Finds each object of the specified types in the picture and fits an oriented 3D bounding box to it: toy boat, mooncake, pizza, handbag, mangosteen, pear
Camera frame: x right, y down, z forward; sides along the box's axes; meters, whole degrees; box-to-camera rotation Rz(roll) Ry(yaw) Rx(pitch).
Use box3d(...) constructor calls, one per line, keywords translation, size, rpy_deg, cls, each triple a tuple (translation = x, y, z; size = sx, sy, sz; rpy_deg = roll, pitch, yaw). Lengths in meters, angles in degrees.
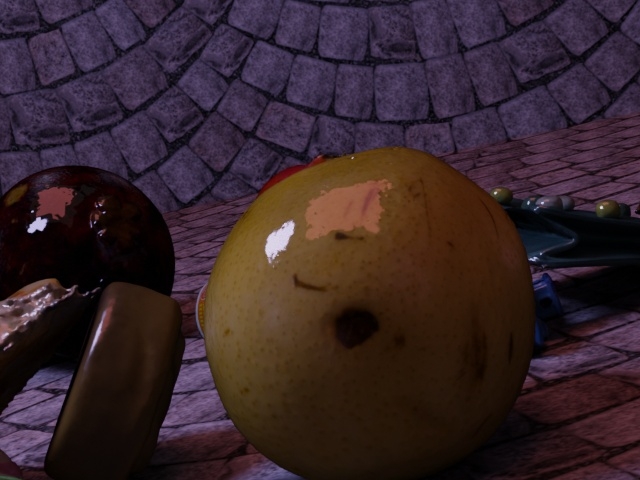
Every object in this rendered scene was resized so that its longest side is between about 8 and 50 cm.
box3d(translation=(0.247, 0.071, 1.881), size=(0.097, 0.100, 0.223), rpy_deg=(-22, 9, 5), cls="toy boat")
box3d(translation=(-0.220, 0.160, 1.701), size=(0.117, 0.235, 0.235), rpy_deg=(22, 8, -6), cls="mooncake")
box3d(translation=(-0.472, 0.209, 1.676), size=(0.435, 0.080, 0.392), rpy_deg=(-47, -10, 35), cls="pizza")
box3d(translation=(0.349, -0.016, 2.006), size=(0.274, 0.100, 0.269), rpy_deg=(2, 1, -13), cls="handbag")
box3d(translation=(-0.396, 0.046, 2.396), size=(0.306, 0.306, 0.359), rpy_deg=(-24, -6, -46), cls="mangosteen")
box3d(translation=(0.048, 0.075, 1.538), size=(0.348, 0.348, 0.348), rpy_deg=(-13, 10, 2), cls="pear")

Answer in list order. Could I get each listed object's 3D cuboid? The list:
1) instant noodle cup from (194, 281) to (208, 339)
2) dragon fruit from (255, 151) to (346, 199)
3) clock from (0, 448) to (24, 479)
box3d(translation=(-0.075, 0.090, 2.108), size=(0.168, 0.168, 0.185), rpy_deg=(-22, 5, -41), cls="instant noodle cup")
box3d(translation=(-0.003, -0.003, 2.329), size=(0.224, 0.227, 0.224), rpy_deg=(-6, -26, -3), cls="dragon fruit")
box3d(translation=(-0.403, 0.279, 1.614), size=(0.231, 0.103, 0.144), rpy_deg=(-11, 18, 20), cls="clock")
